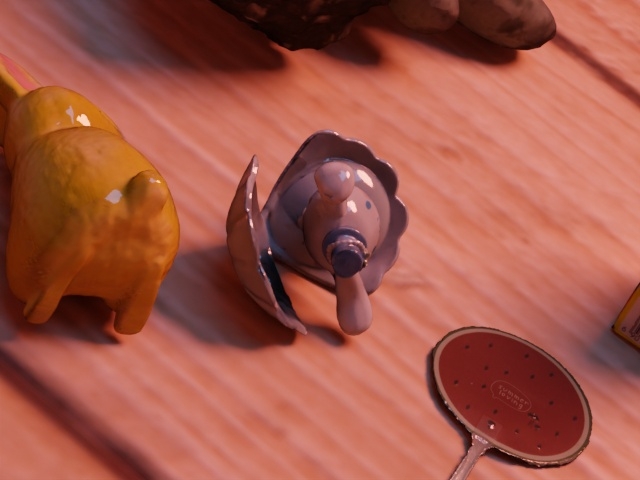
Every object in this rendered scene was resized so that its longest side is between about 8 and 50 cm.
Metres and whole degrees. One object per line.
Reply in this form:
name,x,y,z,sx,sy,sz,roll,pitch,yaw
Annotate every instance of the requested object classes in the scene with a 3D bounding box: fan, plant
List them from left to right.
plant,0.033,-0.173,1.023,0.274,0.149,0.146,5,83,-51
fan,0.080,0.083,0.859,0.085,0.005,0.133,34,37,6

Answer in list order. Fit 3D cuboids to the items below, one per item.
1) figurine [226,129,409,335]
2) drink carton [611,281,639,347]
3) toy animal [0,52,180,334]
figurine,0.000,0.000,0.851,0.082,0.094,0.086,-16,10,4
drink carton,0.213,-0.012,0.918,0.056,0.166,0.071,35,38,10
toy animal,-0.112,-0.037,0.827,0.070,0.083,0.159,11,31,-33
